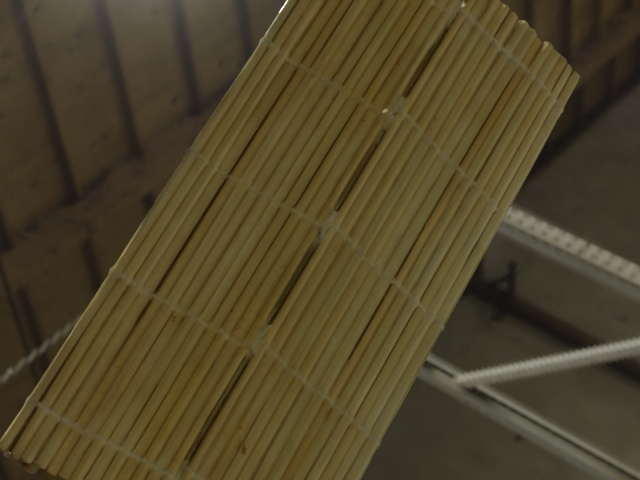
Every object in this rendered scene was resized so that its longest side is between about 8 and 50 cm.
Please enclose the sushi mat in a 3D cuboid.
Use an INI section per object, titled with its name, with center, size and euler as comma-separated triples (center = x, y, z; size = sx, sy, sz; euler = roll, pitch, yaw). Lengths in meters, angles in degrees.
[sushi mat]
center = 0.000, 0.000, 0.643
size = 0.151, 0.019, 0.316
euler = 36, -110, -14
